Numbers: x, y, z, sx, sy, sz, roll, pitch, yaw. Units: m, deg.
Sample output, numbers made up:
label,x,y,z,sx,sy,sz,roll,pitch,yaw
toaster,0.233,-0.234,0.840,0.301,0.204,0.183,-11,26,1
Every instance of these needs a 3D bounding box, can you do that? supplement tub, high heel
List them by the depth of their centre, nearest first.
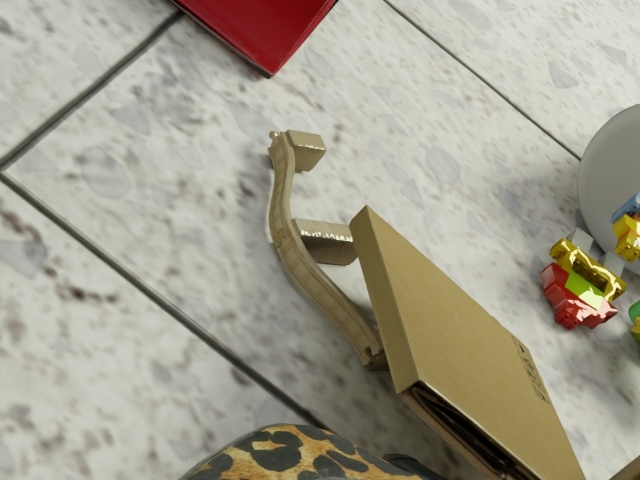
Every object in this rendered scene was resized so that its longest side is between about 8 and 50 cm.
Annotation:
label,x,y,z,sx,sy,sz,roll,pitch,yaw
high heel,0.040,0.159,0.609,0.186,0.093,0.261,26,15,37
supplement tub,0.318,-0.054,1.125,0.144,0.144,0.199,52,35,16

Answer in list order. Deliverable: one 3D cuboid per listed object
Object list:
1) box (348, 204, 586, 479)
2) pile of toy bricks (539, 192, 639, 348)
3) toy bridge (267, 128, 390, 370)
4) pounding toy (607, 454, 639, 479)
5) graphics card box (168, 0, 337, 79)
label,x,y,z,sx,sy,sz,roll,pitch,yaw
box,0.088,0.076,0.794,0.164,0.021,0.201,41,17,-23
pile of toy bricks,0.267,0.066,0.978,0.212,0.118,0.105,35,49,-5
toy bridge,0.000,0.000,0.864,0.063,0.026,0.188,6,47,-39
pounding toy,0.268,0.194,0.768,0.206,0.181,0.094,38,34,-4
graphics card box,-0.049,-0.298,1.090,0.233,0.094,0.371,38,33,-4
